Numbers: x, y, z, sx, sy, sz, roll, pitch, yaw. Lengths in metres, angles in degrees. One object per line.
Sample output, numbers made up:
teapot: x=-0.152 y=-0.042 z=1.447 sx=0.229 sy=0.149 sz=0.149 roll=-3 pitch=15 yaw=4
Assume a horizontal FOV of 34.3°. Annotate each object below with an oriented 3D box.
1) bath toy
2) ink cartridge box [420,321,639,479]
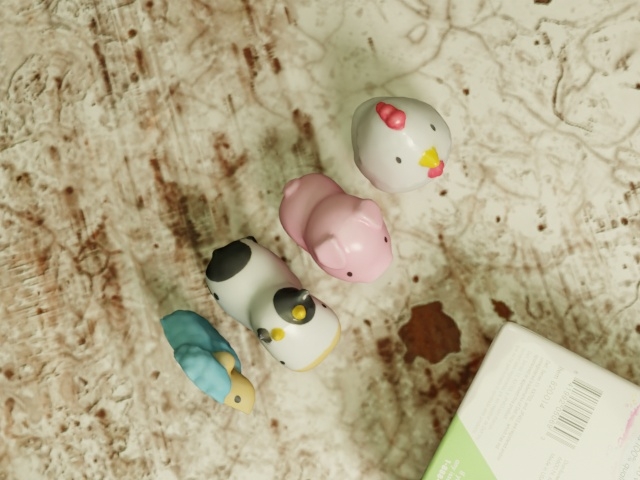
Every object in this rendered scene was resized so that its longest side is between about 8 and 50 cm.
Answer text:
bath toy: x=0.000 y=0.000 z=0.986 sx=0.151 sy=0.129 sz=0.348 roll=40 pitch=86 yaw=11
ink cartridge box: x=0.274 y=0.244 z=0.920 sx=0.353 sy=0.119 sz=0.207 roll=28 pitch=84 yaw=11
